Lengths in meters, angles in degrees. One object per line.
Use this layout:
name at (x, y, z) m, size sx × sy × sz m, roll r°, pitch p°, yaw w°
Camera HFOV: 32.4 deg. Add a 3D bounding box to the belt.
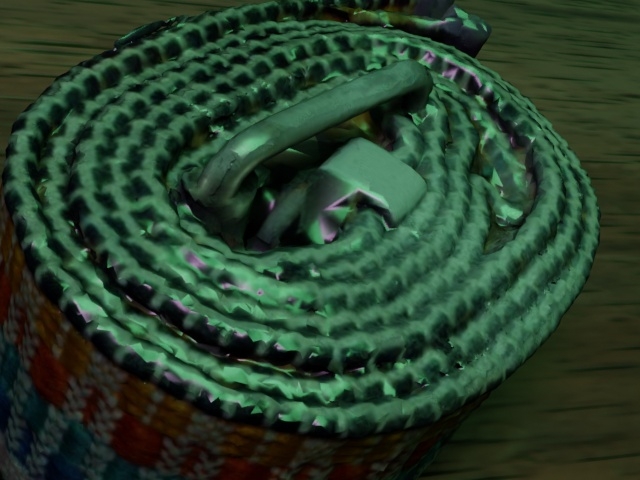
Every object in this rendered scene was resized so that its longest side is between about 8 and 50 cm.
belt at (0.000, 0.000, 0.468) m, size 0.295 × 0.160 × 0.207 m, roll -24°, pitch 62°, yaw -40°
